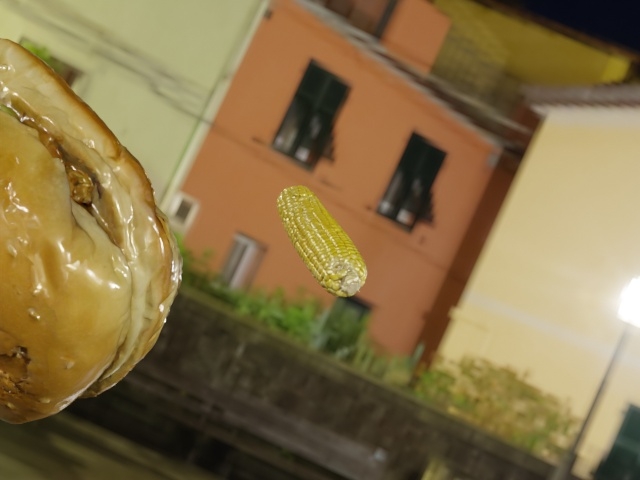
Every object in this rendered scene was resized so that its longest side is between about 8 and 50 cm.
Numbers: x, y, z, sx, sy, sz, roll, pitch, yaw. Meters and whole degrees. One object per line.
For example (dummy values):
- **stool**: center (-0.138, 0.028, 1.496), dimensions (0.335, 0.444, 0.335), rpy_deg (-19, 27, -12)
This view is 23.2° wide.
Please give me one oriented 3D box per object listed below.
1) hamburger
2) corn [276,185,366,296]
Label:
- **hamburger**: center (-0.264, 0.002, 1.269), dimensions (0.304, 0.174, 0.284), rpy_deg (44, -39, 11)
- **corn**: center (0.000, 0.000, 1.975), dimensions (0.067, 0.067, 0.206), rpy_deg (30, 19, -41)
